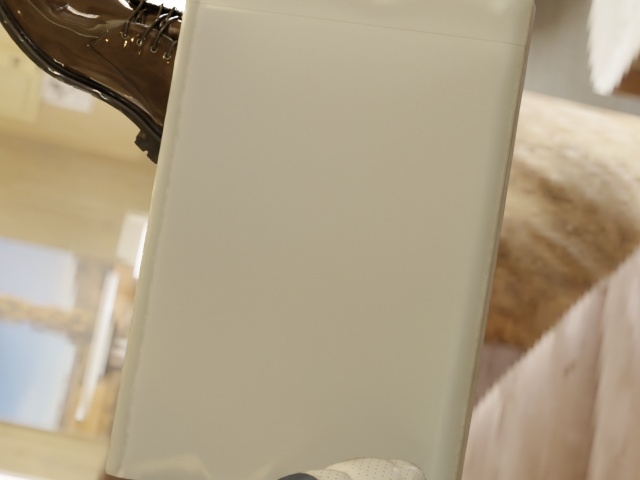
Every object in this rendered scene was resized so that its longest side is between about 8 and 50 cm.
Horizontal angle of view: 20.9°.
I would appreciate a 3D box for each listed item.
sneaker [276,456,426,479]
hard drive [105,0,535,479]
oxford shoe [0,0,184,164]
[{"bbox_3d":[0.022,0.268,0.879,0.130,0.236,0.323,15,128,57],"label":"sneaker"},{"bbox_3d":[0.000,0.000,1.003,0.040,0.203,0.307,23,-104,-79],"label":"hard drive"},{"bbox_3d":[-0.118,-0.132,1.116,0.096,0.227,0.083,-36,23,45],"label":"oxford shoe"}]
